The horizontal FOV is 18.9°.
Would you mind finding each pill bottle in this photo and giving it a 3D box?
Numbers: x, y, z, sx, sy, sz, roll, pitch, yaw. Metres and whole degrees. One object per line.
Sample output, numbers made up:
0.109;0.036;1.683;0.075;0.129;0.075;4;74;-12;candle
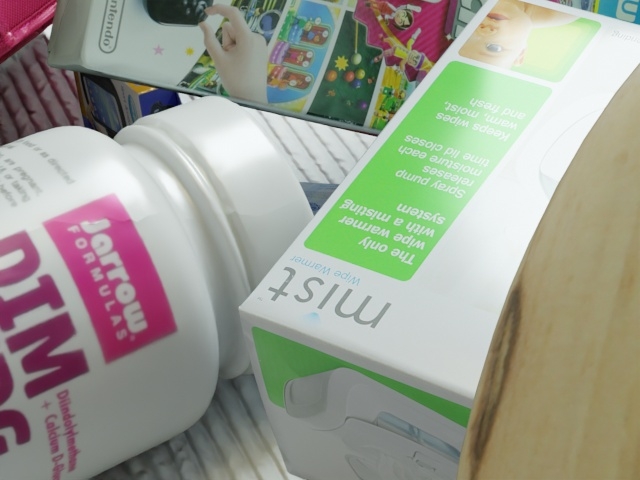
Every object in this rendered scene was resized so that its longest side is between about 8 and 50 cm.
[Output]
-0.148;0.042;0.894;0.283;0.160;0.160;-25;37;-25;pill bottle

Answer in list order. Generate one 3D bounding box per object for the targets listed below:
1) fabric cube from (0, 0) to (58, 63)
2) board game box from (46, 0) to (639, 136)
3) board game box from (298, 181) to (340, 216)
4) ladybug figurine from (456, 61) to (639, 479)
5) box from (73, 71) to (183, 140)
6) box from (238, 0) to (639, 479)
-0.249;-0.222;1.138;0.254;0.258;0.259;-30;12;44;fabric cube
0.030;-0.168;1.018;0.303;0.224;0.097;11;1;-20;board game box
0.000;0.000;1.059;0.090;0.020;0.090;3;34;14;board game box
0.199;0.093;0.597;0.305;0.162;0.449;14;76;14;ladybug figurine
-0.111;-0.075;1.137;0.028;0.081;0.136;-19;35;-18;box
0.139;0.033;0.846;0.262;0.127;0.231;21;54;29;box
